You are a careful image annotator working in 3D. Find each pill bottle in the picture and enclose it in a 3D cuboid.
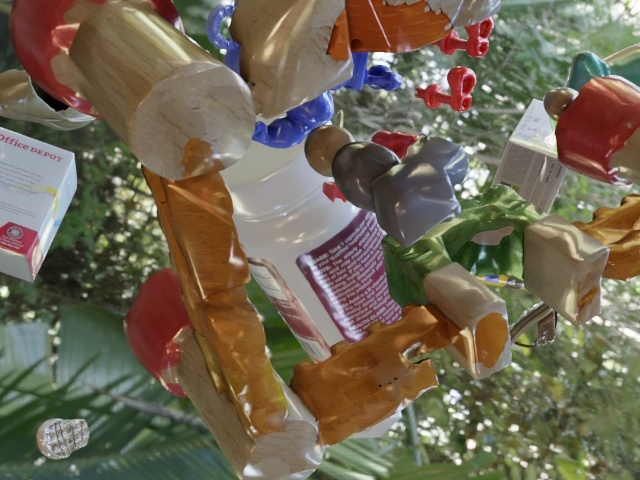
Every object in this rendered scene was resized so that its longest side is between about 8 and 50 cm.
[{"bbox_3d":[0.000,0.000,1.204,0.224,0.392,0.224,-19,-142,15],"label":"pill bottle"}]

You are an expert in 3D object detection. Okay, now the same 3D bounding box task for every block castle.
[{"bbox_3d":[0.071,-0.087,0.520,0.213,0.453,0.302,44,-27,48],"label":"block castle"}]

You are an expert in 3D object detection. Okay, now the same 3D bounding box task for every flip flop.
[{"bbox_3d":[0.464,0.166,1.685,0.277,0.080,0.112,-45,171,18],"label":"flip flop"}]

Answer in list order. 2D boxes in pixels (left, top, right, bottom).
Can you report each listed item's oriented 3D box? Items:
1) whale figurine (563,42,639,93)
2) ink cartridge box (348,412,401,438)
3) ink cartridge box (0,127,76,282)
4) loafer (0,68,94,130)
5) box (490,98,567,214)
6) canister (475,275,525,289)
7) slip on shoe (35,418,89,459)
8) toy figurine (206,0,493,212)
[{"bbox_3d":[0.501,-0.226,1.267,0.141,0.272,0.216,56,-41,48],"label":"whale figurine"},{"bbox_3d":[0.064,0.279,1.396,0.090,0.143,0.092,123,-39,-49],"label":"ink cartridge box"},{"bbox_3d":[-0.453,-0.053,1.209,0.127,0.128,0.176,124,-14,-65],"label":"ink cartridge box"},{"bbox_3d":[-0.257,-0.139,0.803,0.050,0.148,0.056,-10,-86,25],"label":"loafer"},{"bbox_3d":[0.372,-0.144,1.390,0.203,0.103,0.114,-49,158,-52],"label":"box"},{"bbox_3d":[0.296,0.016,1.337,0.073,0.170,0.126,-91,-170,-67],"label":"canister"},{"bbox_3d":[-0.338,0.251,1.044,0.135,0.041,0.051,55,27,-84],"label":"slip on shoe"},{"bbox_3d":[0.010,-0.200,0.725,0.191,0.217,0.362,31,-66,51],"label":"toy figurine"}]
